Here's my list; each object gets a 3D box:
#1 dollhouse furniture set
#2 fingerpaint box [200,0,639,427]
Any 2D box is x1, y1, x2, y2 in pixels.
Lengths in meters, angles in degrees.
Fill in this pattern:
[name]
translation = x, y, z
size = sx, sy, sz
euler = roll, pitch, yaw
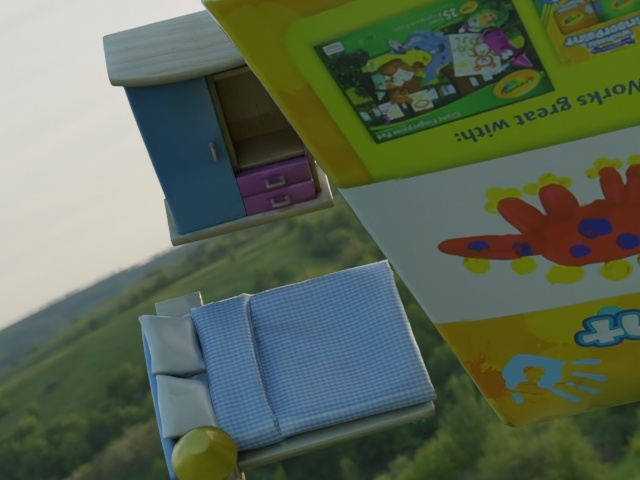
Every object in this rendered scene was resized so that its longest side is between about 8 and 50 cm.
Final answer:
[dollhouse furniture set]
translation = 0.000, 0.000, 0.881
size = 0.286, 0.303, 0.198
euler = -14, -37, -1
[fingerpaint box]
translation = 0.232, -0.105, 0.608
size = 0.445, 0.371, 0.163
euler = -16, 46, 23
